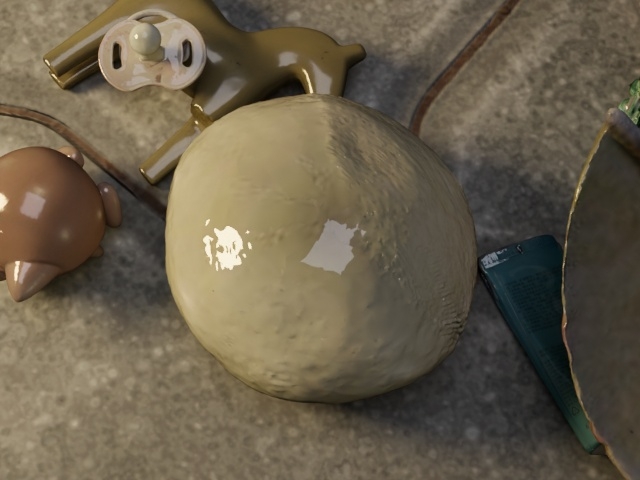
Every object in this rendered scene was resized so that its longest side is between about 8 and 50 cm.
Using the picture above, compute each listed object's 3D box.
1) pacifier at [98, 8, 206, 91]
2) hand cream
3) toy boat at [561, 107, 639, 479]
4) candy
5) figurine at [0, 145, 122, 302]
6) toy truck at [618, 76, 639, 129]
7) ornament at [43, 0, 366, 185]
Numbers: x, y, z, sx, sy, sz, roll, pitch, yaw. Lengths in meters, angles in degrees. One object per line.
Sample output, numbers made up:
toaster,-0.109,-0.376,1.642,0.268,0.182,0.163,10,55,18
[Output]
pacifier,-0.154,-0.177,1.058,0.099,0.078,0.081,-3,80,2
hand cream,0.220,0.099,1.053,0.083,0.048,0.224,-18,64,-9
toy boat,0.302,0.072,0.983,0.293,0.111,0.276,21,85,-17
candy,0.000,0.000,1.004,0.295,0.185,0.295,-1,73,2
figurine,-0.253,-0.020,1.041,0.125,0.125,0.138,41,57,13
toy truck,0.318,-0.100,1.121,0.081,0.067,0.175,30,67,3
ornament,-0.101,-0.164,1.126,0.245,0.061,0.230,-39,76,-11
